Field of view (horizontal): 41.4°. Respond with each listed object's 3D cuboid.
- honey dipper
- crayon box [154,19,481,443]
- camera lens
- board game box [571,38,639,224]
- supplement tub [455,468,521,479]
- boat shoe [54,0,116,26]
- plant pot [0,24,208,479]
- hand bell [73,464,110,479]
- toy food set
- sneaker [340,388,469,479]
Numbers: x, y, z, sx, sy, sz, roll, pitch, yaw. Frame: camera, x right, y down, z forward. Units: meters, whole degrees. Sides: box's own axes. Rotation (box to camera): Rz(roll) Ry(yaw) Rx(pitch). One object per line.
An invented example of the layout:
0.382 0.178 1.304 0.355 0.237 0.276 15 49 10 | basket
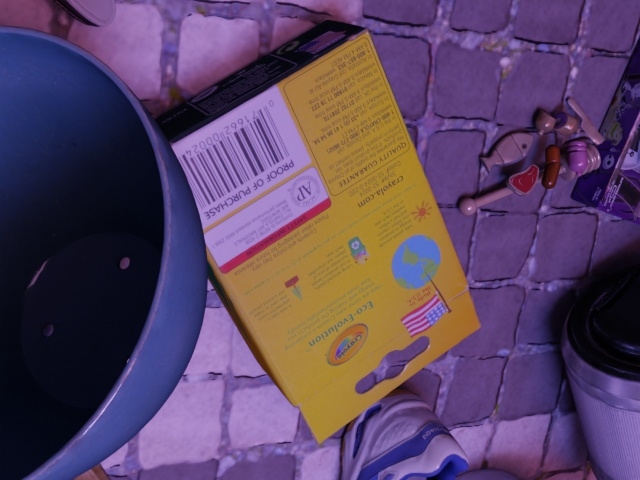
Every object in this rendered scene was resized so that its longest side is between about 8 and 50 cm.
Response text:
0.210 -0.058 0.856 0.160 0.030 0.031 -23 117 -14 | honey dipper
0.000 0.000 0.738 0.202 0.081 0.319 -32 119 -13 | crayon box
0.392 0.175 0.919 0.219 0.219 0.274 -30 119 -14 | camera lens
0.421 -0.173 0.910 0.208 0.056 0.347 14 101 -34 | board game box
0.241 0.410 0.864 0.241 0.331 0.241 -9 112 -24 | supplement tub
-0.197 -0.196 0.592 0.125 0.038 0.046 44 44 -37 | boat shoe
-0.192 0.034 0.568 0.290 0.290 0.195 -50 157 -2 | plant pot
-0.288 0.285 0.704 0.242 0.126 0.126 -25 118 -2 | hand bell
0.226 -0.087 0.837 0.122 0.019 0.078 -38 91 -12 | toy food set
0.065 0.306 0.857 0.111 0.131 0.297 0 110 -29 | sneaker
